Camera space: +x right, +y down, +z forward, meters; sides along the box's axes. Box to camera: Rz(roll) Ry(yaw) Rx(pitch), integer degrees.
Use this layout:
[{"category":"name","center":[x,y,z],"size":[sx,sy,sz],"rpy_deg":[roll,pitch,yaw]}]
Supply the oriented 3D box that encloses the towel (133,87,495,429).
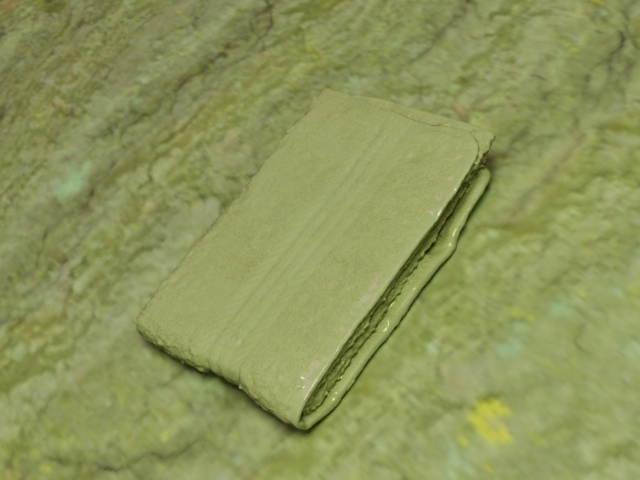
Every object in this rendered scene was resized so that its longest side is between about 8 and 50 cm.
[{"category":"towel","center":[0.000,0.000,0.816],"size":[0.187,0.049,0.282],"rpy_deg":[22,64,38]}]
